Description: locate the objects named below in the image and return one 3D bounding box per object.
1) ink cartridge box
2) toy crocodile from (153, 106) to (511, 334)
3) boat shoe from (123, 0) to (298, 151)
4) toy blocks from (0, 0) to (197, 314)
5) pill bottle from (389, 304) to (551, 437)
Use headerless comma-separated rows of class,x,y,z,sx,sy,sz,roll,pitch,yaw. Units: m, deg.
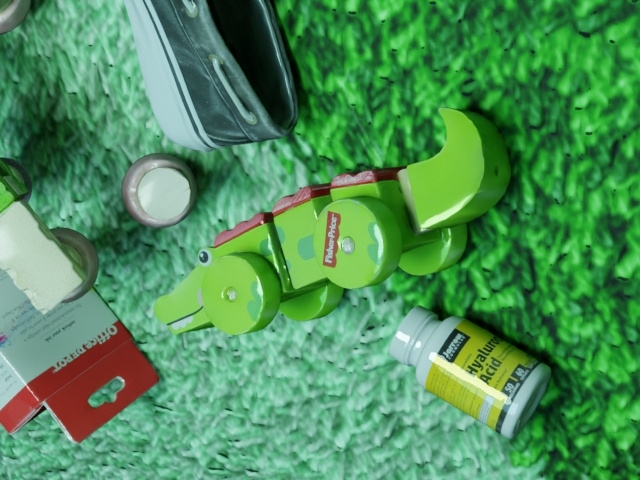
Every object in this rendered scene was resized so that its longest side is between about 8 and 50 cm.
ink cartridge box,-0.276,0.086,1.287,0.231,0.134,0.078,51,132,2
toy crocodile,0.000,0.000,1.054,0.340,0.115,0.105,-24,80,40
boat shoe,-0.091,-0.223,1.008,0.119,0.121,0.335,0,125,28
toy blocks,-0.304,-0.049,1.160,0.288,0.309,0.260,50,175,-8
pill bottle,0.114,0.098,1.056,0.116,0.065,0.065,29,128,20
